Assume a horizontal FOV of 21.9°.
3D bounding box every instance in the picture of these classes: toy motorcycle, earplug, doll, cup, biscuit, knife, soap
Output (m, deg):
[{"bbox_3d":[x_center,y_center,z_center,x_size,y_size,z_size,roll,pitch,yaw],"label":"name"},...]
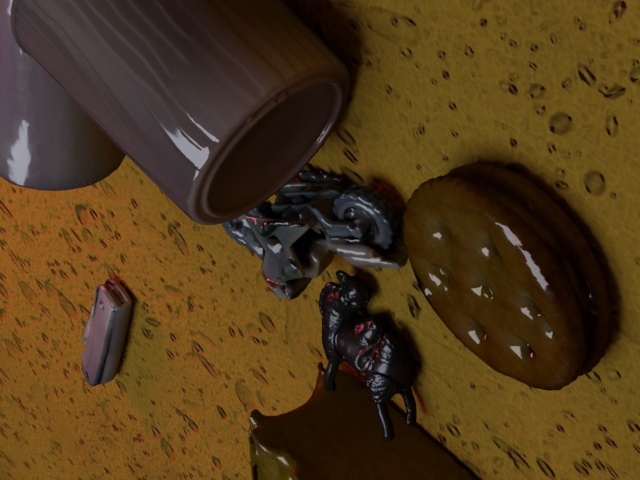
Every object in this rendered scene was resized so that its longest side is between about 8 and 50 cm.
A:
[{"bbox_3d":[0.000,0.000,1.648,0.229,0.094,0.130,0,124,43],"label":"toy motorcycle"},{"bbox_3d":[-0.299,-0.221,1.820,0.172,0.172,0.301,39,143,30],"label":"earplug"},{"bbox_3d":[0.045,0.109,1.724,0.139,0.057,0.165,38,143,37],"label":"doll"},{"bbox_3d":[-0.141,-0.153,1.555,0.273,0.208,0.288,45,133,18],"label":"cup"},{"bbox_3d":[0.160,0.034,1.441,0.220,0.066,0.220,40,149,30],"label":"biscuit"},{"bbox_3d":[-0.306,0.129,2.324,0.073,0.040,0.265,58,154,17],"label":"knife"},{"bbox_3d":[0.058,0.345,1.850,0.293,0.156,0.335,36,146,29],"label":"soap"}]
